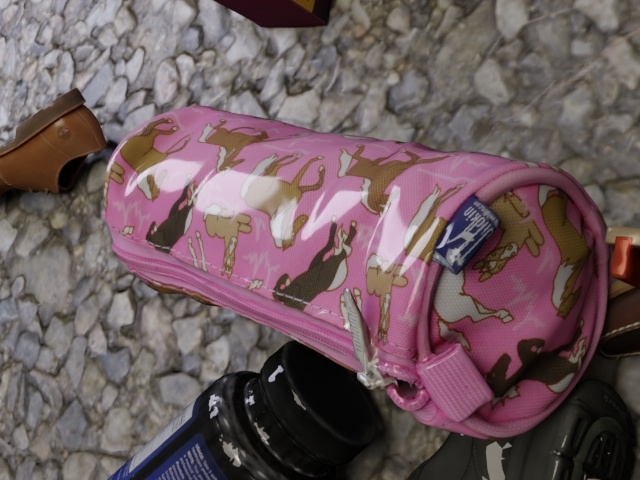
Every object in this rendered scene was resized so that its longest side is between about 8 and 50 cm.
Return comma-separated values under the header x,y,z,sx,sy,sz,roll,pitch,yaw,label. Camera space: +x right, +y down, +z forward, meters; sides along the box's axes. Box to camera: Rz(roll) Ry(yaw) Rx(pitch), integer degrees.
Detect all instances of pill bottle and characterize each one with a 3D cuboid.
x,y,z,sx,sy,sz,roll,pitch,yaw,label
-0.067,0.176,0.736,0.219,0.123,0.123,-43,58,20,pill bottle

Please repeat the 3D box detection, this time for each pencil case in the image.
x,y,z,sx,sy,sz,roll,pitch,yaw,label
0.000,0.000,0.673,0.386,0.167,0.160,19,95,50,pencil case

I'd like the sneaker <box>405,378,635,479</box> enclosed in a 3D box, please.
x,y,z,sx,sy,sz,roll,pitch,yaw,label
0.100,0.215,0.633,0.130,0.109,0.286,15,81,47,sneaker

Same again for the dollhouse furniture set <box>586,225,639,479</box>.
x,y,z,sx,sy,sz,roll,pitch,yaw,label
0.197,0.129,0.472,0.135,0.262,0.259,5,81,39,dollhouse furniture set

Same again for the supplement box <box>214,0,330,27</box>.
x,y,z,sx,sy,sz,roll,pitch,yaw,label
-0.036,-0.288,0.839,0.081,0.104,0.188,7,83,36,supplement box

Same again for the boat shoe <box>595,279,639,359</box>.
x,y,z,sx,sy,sz,roll,pitch,yaw,label
0.253,0.035,0.571,0.207,0.073,0.073,-25,62,29,boat shoe

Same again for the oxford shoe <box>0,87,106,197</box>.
x,y,z,sx,sy,sz,roll,pitch,yaw,label
-0.295,-0.072,0.999,0.212,0.076,0.076,-26,104,39,oxford shoe
